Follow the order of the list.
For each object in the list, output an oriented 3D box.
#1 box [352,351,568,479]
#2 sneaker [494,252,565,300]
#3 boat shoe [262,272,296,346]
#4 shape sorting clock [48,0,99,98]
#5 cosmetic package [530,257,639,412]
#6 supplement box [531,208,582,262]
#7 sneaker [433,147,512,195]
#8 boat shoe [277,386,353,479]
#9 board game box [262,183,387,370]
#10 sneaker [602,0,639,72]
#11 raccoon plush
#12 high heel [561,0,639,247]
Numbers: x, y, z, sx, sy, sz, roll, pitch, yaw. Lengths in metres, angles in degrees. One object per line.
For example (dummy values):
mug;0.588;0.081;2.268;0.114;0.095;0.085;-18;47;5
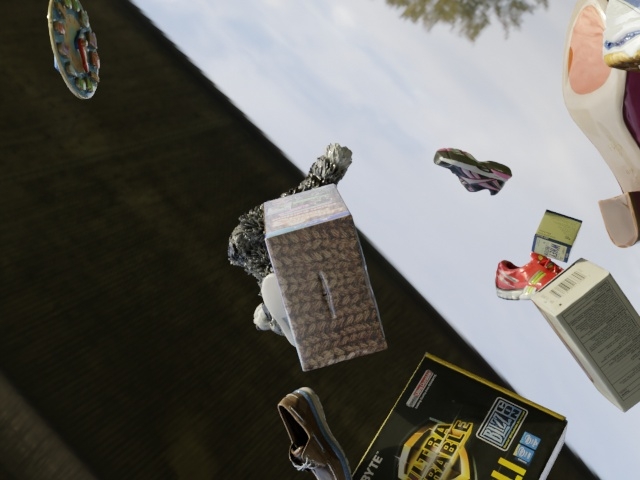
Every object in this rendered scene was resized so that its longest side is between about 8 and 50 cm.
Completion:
box;0.202;0.368;1.377;0.257;0.079;0.322;24;-116;25
sneaker;0.524;0.081;2.046;0.107;0.279;0.118;-5;-88;-48
boat shoe;-0.059;0.135;1.803;0.184;0.066;0.063;59;-148;-23
shape sorting clock;-0.458;-0.368;1.651;0.040;0.206;0.206;-7;-143;3
cosmetic package;0.604;0.201;1.884;0.296;0.153;0.129;52;180;-18
supplement box;0.512;-0.010;1.908;0.083;0.056;0.083;20;-123;19
sneaker;0.331;-0.144;1.949;0.178;0.077;0.072;19;-152;-6
boat shoe;-0.014;0.319;1.341;0.066;0.066;0.183;-16;-106;-40
board game box;0.000;0.052;1.508;0.291;0.141;0.232;-109;3;-77
sneaker;0.410;-0.250;0.869;0.112;0.297;0.130;2;-90;-41
raccoon plush;-0.026;0.017;2.042;0.216;0.446;0.299;7;-148;-50
high heel;0.462;-0.177;1.269;0.181;0.127;0.377;-9;-88;-30
